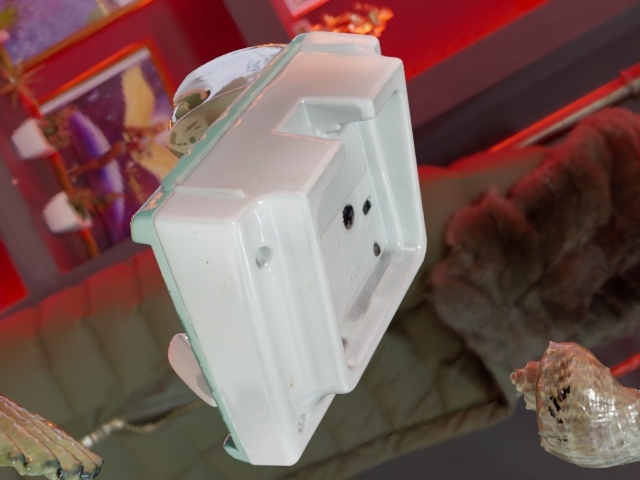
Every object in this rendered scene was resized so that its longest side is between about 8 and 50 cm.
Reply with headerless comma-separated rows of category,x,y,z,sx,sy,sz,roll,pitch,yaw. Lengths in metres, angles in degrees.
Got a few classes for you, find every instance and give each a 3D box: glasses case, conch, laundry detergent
glasses case,-0.197,0.210,1.715,0.041,0.063,0.164,1,25,-44
conch,0.317,0.200,1.220,0.207,0.130,0.155,18,-15,21
laundry detergent,-0.071,-0.132,1.087,0.253,0.181,0.091,-106,-177,-68

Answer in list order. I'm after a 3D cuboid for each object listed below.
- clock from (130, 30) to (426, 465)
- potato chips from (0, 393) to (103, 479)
clock,0.000,0.000,0.780,0.262,0.116,0.231,-55,139,-44
potato chips,-0.482,0.261,1.532,0.429,0.070,0.358,22,-14,42
